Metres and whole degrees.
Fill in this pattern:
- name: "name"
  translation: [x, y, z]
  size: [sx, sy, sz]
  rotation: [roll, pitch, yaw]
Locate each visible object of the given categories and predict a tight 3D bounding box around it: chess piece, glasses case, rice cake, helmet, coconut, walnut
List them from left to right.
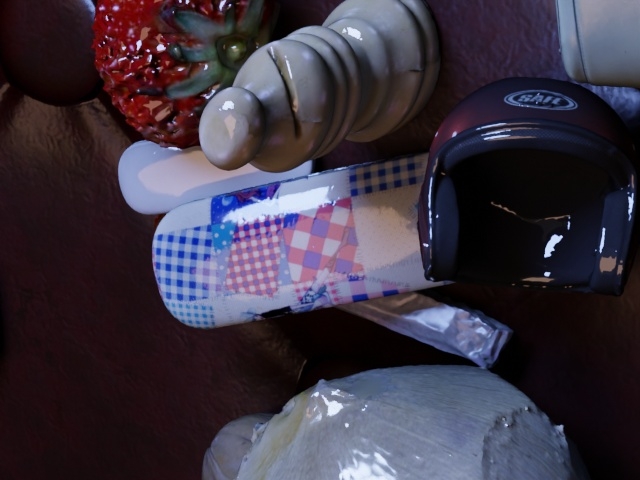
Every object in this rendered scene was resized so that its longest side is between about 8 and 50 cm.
- name: "glasses case"
  translation: [-0.100, -0.071, 1.888]
  size: [0.193, 0.049, 0.074]
  rotation: [-9, 99, 13]
- name: "walnut"
  translation: [-0.043, 0.245, 1.954]
  size: [0.162, 0.140, 0.140]
  rotation: [33, 122, 5]
- name: "chess piece"
  translation: [-0.012, -0.121, 1.685]
  size: [0.139, 0.307, 0.124]
  rotation: [-32, 90, 34]
- name: "glasses case"
  translation: [0.000, 0.000, 1.825]
  size: [0.327, 0.076, 0.125]
  rotation: [-11, 91, 14]
- name: "rice cake"
  translation: [0.060, 0.057, 1.871]
  size: [0.270, 0.049, 0.055]
  rotation: [19, 95, 22]
- name: "coconut"
  translation: [0.085, 0.268, 1.751]
  size: [0.346, 0.346, 0.360]
  rotation: [-11, 112, 33]
- name: "helmet"
  translation: [0.180, -0.039, 1.674]
  size: [0.189, 0.193, 0.216]
  rotation: [5, 137, 6]

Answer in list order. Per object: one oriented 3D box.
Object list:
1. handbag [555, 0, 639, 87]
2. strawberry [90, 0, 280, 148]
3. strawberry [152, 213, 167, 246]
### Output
- name: "handbag"
  translation: [0.344, -0.235, 1.591]
  size: [0.315, 0.109, 0.241]
  rotation: [-3, 108, 17]
- name: "strawberry"
  translation: [-0.138, -0.188, 1.821]
  size: [0.201, 0.184, 0.187]
  rotation: [27, 159, 44]
- name: "strawberry"
  translation: [-0.122, -0.016, 1.949]
  size: [0.104, 0.048, 0.152]
  rotation: [12, 118, 22]
